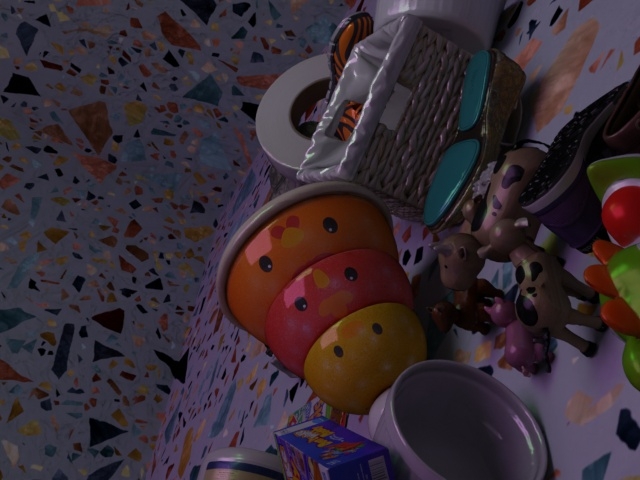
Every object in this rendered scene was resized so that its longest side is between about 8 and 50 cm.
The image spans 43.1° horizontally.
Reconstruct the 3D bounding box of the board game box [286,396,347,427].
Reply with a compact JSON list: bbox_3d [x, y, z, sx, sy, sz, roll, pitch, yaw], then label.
[{"bbox_3d":[-0.013,0.391,1.691,0.259,0.039,0.124,-42,28,49],"label":"board game box"}]

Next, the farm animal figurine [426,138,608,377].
[{"bbox_3d":[0.253,0.008,1.112,0.326,0.172,0.330,-69,16,-11],"label":"farm animal figurine"}]

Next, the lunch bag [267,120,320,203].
[{"bbox_3d":[-0.007,-0.133,2.164,0.305,0.213,0.256,-47,40,50],"label":"lunch bag"}]

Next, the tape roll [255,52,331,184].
[{"bbox_3d":[0.029,-0.310,2.034,0.072,0.392,0.392,64,-143,-55],"label":"tape roll"}]

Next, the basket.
[{"bbox_3d":[0.158,-0.218,1.598,0.328,0.266,0.331,-66,16,-3],"label":"basket"}]

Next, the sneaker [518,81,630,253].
[{"bbox_3d":[0.362,-0.089,1.048,0.283,0.124,0.107,-49,5,-34],"label":"sneaker"}]

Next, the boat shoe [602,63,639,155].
[{"bbox_3d":[0.444,-0.249,0.960,0.342,0.123,0.123,-63,15,8],"label":"boat shoe"}]

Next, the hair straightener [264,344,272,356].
[{"bbox_3d":[-0.116,0.232,1.930,0.089,0.047,0.230,-58,7,-15],"label":"hair straightener"}]

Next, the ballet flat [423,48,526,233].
[{"bbox_3d":[0.280,-0.161,1.398,0.123,0.123,0.348,-18,53,70],"label":"ballet flat"}]

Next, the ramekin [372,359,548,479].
[{"bbox_3d":[0.162,0.259,0.998,0.207,0.207,0.109,-86,16,-52],"label":"ramekin"}]

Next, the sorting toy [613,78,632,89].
[{"bbox_3d":[0.426,-0.192,1.144,0.083,0.012,0.062,-69,16,-14],"label":"sorting toy"}]

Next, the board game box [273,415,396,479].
[{"bbox_3d":[0.046,0.413,1.010,0.233,0.078,0.347,170,86,-72],"label":"board game box"}]

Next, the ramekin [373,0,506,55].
[{"bbox_3d":[0.243,-0.468,1.705,0.277,0.277,0.135,156,128,-68],"label":"ramekin"}]

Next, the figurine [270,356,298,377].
[{"bbox_3d":[-0.017,0.202,1.914,0.215,0.092,0.209,-43,19,56],"label":"figurine"}]

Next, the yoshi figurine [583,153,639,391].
[{"bbox_3d":[0.374,0.029,0.786,0.203,0.203,0.362,-5,35,27],"label":"yoshi figurine"}]

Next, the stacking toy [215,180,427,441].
[{"bbox_3d":[0.066,0.160,1.330,0.350,0.351,0.480,-59,45,24],"label":"stacking toy"}]

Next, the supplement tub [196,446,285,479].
[{"bbox_3d":[-0.151,0.571,1.505,0.228,0.228,0.316,-44,26,54],"label":"supplement tub"}]

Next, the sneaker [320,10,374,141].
[{"bbox_3d":[0.101,-0.339,1.811,0.180,0.125,0.321,52,151,35],"label":"sneaker"}]
